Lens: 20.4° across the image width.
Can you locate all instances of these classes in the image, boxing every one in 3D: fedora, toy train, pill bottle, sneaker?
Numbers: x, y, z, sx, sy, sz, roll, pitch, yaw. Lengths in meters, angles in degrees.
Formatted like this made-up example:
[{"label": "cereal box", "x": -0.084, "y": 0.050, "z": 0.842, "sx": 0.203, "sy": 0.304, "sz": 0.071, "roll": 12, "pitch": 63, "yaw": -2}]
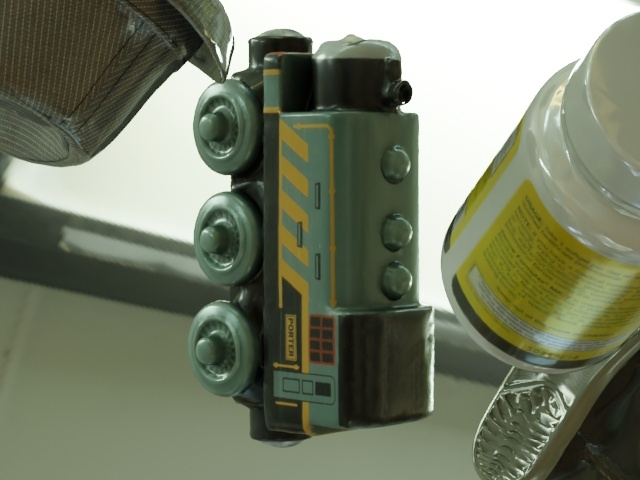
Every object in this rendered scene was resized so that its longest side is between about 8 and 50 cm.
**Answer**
[{"label": "fedora", "x": -0.179, "y": -0.129, "z": 0.949, "sx": 0.124, "sy": 0.275, "sz": 0.244, "roll": -56, "pitch": -29, "yaw": -6}, {"label": "toy train", "x": 0.000, "y": 0.000, "z": 1.388, "sx": 0.142, "sy": 0.190, "sz": 0.334, "roll": -1, "pitch": -88, "yaw": -45}, {"label": "pill bottle", "x": 0.145, "y": -0.022, "z": 0.906, "sx": 0.119, "sy": 0.208, "sz": 0.119, "roll": 6, "pitch": -116, "yaw": -12}, {"label": "sneaker", "x": 0.199, "y": 0.081, "z": 1.168, "sx": 0.118, "sy": 0.083, "sz": 0.222, "roll": 26, "pitch": -75, "yaw": -44}]
